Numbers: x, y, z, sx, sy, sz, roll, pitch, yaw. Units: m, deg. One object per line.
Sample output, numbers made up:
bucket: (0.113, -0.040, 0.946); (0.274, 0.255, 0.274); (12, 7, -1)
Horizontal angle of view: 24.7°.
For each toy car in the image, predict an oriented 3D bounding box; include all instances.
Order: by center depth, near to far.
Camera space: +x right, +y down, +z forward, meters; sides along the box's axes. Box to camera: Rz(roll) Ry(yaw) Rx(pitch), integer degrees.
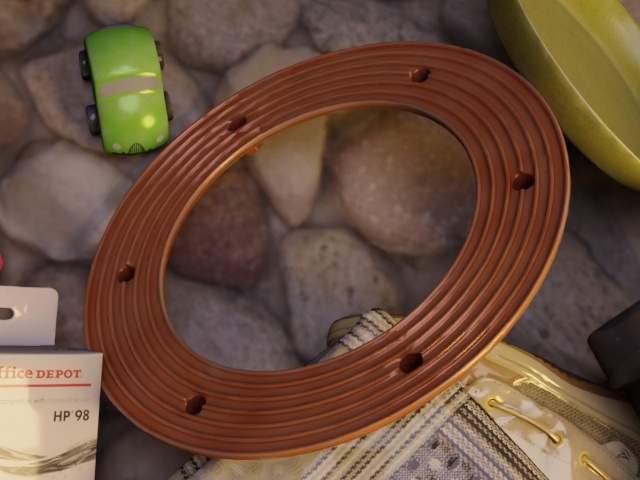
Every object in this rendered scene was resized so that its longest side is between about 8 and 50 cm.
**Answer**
toy car: (-0.149, -0.173, 1.055); (0.239, 0.053, 0.225); (-10, 74, -10)

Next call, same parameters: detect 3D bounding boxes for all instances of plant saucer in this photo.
plant saucer: (0.190, -0.121, 1.025); (0.037, 0.241, 0.241); (-37, 76, 28)

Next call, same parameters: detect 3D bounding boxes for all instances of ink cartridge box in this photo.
ink cartridge box: (-0.196, 0.119, 0.901); (0.104, 0.060, 0.180); (4, 90, -42)

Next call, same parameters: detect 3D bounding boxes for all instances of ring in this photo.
ring: (0.000, 0.000, 0.941); (0.336, 0.032, 0.336); (-16, 46, 17)

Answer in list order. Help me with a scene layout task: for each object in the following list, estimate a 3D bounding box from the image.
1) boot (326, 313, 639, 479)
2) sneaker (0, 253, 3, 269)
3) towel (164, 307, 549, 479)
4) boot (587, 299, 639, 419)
boot: (0.102, 0.175, 0.955); (0.262, 0.095, 0.203); (23, 71, -6)
sneaker: (-0.328, -0.027, 0.967); (0.252, 0.103, 0.111); (29, 75, 9)
towel: (0.017, 0.247, 0.863); (0.324, 0.056, 0.312); (-41, 80, -8)
boot: (0.413, 0.198, 0.932); (0.367, 0.146, 0.445); (-20, 72, -26)
